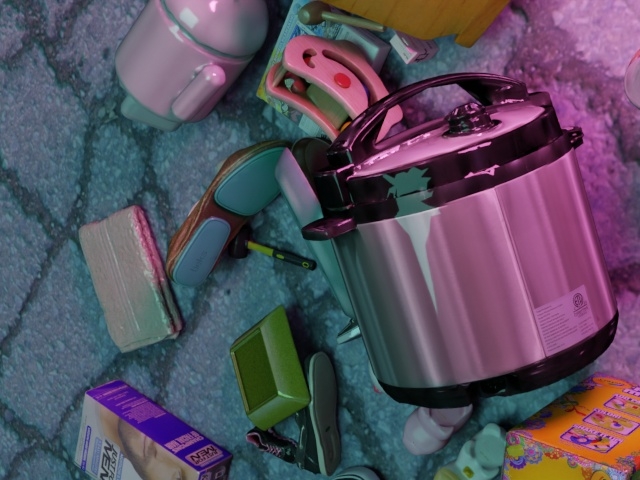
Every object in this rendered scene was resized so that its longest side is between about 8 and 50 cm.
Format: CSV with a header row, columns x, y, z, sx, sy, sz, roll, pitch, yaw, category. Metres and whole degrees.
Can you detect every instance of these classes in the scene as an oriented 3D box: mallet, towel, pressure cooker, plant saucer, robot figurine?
x,y,z,sx,sy,sz,roll,pitch,yaw,category
-0.092,0.029,2.048,0.189,0.039,0.062,25,115,27,mallet
-0.385,0.081,2.284,0.187,0.049,0.282,-19,89,38,towel
0.200,-0.021,1.572,0.375,0.370,0.421,-14,101,24,pressure cooker
0.000,0.000,1.815,0.043,0.317,0.318,-27,83,-1,plant saucer
-0.104,0.237,2.049,0.188,0.045,0.188,-40,62,51,plant saucer
0.020,-0.107,1.891,0.168,0.029,0.168,33,146,26,plant saucer
-0.222,-0.344,1.944,0.353,0.199,0.300,-46,44,37,robot figurine

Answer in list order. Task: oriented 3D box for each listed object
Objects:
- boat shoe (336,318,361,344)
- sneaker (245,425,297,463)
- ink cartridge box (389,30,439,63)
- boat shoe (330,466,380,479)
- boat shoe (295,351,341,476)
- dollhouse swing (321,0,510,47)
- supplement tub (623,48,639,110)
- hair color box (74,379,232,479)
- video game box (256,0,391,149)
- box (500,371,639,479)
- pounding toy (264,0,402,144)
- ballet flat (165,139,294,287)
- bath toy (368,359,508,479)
x,y,z,sx,sy,sz,roll,pitch,yaw,category
0.079,0.134,1.933,0.142,0.049,0.040,-35,74,32,boat shoe
-0.092,0.389,2.125,0.119,0.057,0.047,28,115,29,sneaker
0.141,-0.301,1.742,0.028,0.083,0.048,-45,73,36,ink cartridge box
-0.007,0.512,2.058,0.306,0.105,0.113,-35,79,39,boat shoe
-0.016,0.311,2.026,0.079,0.084,0.233,7,108,33,boat shoe
0.135,-0.520,1.585,0.315,0.346,0.305,130,154,-60,dollhouse swing
0.459,-0.211,1.441,0.106,0.198,0.106,11,108,37,supplement tub
-0.350,0.451,2.314,0.338,0.110,0.185,26,115,29,hair color box
0.001,-0.282,1.882,0.187,0.048,0.205,38,122,21,video game box
0.392,0.380,1.595,0.177,0.279,0.290,15,111,35,box
0.022,-0.258,1.728,0.270,0.154,0.155,57,138,14,pounding toy
-0.173,-0.069,2.028,0.342,0.116,0.124,-54,34,19,ballet flat
0.203,0.309,1.835,0.151,0.129,0.348,-38,75,-7,bath toy
